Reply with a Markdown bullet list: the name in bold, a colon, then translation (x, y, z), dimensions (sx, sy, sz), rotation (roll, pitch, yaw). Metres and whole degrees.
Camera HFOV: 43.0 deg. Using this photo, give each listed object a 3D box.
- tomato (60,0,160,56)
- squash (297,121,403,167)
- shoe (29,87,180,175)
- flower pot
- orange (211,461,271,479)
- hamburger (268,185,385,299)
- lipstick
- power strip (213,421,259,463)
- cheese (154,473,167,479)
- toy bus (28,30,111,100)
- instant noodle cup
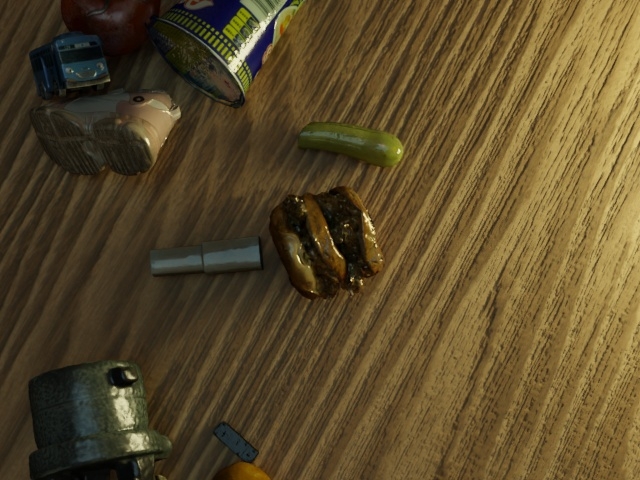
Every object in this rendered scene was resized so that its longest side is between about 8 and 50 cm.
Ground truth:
- **tomato**: translation (-0.489, -0.540, 1.907), dimensions (0.231, 0.188, 0.232), rotation (1, 79, -5)
- **squash**: translation (0.071, -0.228, 1.899), dimensions (0.250, 0.083, 0.083), rotation (13, 81, 6)
- **shoe**: translation (-0.492, -0.261, 1.885), dimensions (0.350, 0.172, 0.198), rotation (13, 44, 22)
- **flower pot**: translation (-0.459, 0.413, 1.714), dimensions (0.299, 0.299, 0.283), rotation (-11, 72, -1)
- **orange**: translation (-0.166, 0.556, 1.754), dimensions (0.154, 0.134, 0.155), rotation (-1, 89, 23)
- **hamburger**: translation (0.005, -0.008, 1.780), dimensions (0.211, 0.261, 0.245), rotation (-24, 49, -3)
- **lipstick**: translation (-0.259, 0.042, 1.861), dimensions (0.252, 0.079, 0.078), rotation (-7, 82, 2)
- **power strip**: translation (-0.188, 0.452, 1.815), dimensions (0.111, 0.029, 0.038), rotation (40, 84, 9)
- **cheese**: translation (-0.444, 0.617, 1.743), dimensions (0.286, 0.163, 0.082), rotation (-32, 117, 1)
- **toy bus**: translation (-0.572, -0.395, 1.842), dimensions (0.116, 0.234, 0.134), rotation (-17, 103, -32)
- **instant noodle cup**: translation (-0.196, -0.514, 1.871), dimensions (0.284, 0.284, 0.312), rotation (35, 75, 7)
